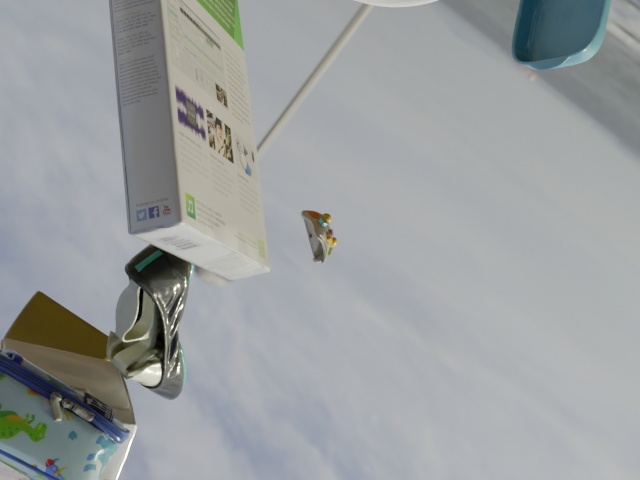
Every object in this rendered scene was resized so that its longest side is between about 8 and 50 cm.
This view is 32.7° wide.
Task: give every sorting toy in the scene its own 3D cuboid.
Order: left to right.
[{"bbox_3d":[0.000,0.000,1.686,0.075,0.045,0.083,-89,-14,-68],"label":"sorting toy"}]

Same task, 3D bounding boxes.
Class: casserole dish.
[{"bbox_3d":[0.284,-0.269,1.254,0.114,0.188,0.037,-5,152,41],"label":"casserole dish"}]

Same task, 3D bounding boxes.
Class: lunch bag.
[{"bbox_3d":[-0.289,0.163,1.026,0.176,0.090,0.219,35,161,-19],"label":"lunch bag"}]

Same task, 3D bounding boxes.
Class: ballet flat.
[{"bbox_3d":[-0.226,0.115,1.400,0.095,0.280,0.096,36,-134,29],"label":"ballet flat"}]

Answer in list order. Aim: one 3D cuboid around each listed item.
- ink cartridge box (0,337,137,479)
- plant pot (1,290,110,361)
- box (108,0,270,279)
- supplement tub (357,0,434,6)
[{"bbox_3d":[-0.364,0.277,1.422,0.171,0.232,0.168,16,-163,-25],"label":"ink cartridge box"},{"bbox_3d":[-0.537,0.268,2.134,0.212,0.212,0.187,32,-132,11],"label":"plant pot"},{"bbox_3d":[-0.127,-0.138,1.067,0.232,0.059,0.321,37,-135,-69],"label":"box"},{"bbox_3d":[0.061,-0.301,0.848,0.144,0.199,0.144,5,160,2],"label":"supplement tub"}]
